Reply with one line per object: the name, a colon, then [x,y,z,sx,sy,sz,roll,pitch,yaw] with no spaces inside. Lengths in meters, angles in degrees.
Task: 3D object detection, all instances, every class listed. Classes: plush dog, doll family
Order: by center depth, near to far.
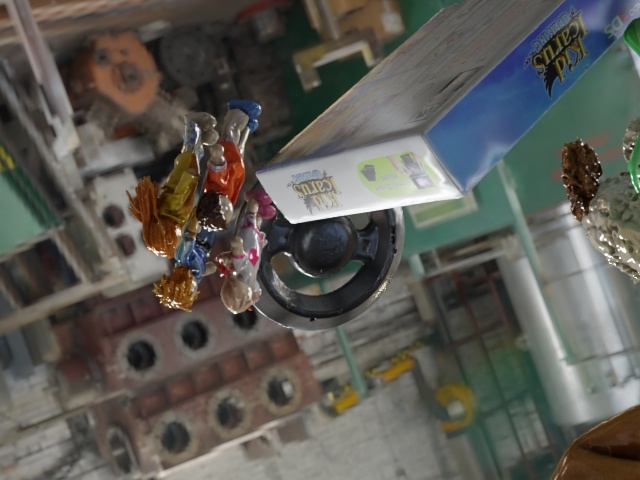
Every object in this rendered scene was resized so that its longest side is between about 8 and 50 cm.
plush dog: [0.328,-0.009,1.029,0.225,0.210,0.262,8,-170,-39]
doll family: [-0.125,-0.019,1.183,0.118,0.163,0.263,8,150,10]

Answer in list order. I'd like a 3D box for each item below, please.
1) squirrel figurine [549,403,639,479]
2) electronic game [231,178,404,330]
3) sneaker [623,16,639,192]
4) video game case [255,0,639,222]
squirrel figurine: [0.286,0.417,1.183,0.397,0.281,0.370,-28,-158,30]
electronic game: [0.000,0.000,1.423,0.229,0.229,0.048,-20,-159,-19]
sneaker: [0.298,-0.043,0.852,0.123,0.295,0.109,-8,-172,45]
video game case: [0.108,-0.124,0.942,0.269,0.061,0.244,-43,-162,-26]
